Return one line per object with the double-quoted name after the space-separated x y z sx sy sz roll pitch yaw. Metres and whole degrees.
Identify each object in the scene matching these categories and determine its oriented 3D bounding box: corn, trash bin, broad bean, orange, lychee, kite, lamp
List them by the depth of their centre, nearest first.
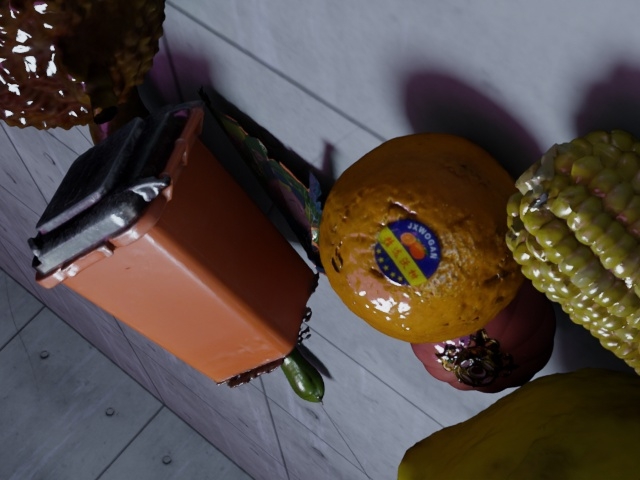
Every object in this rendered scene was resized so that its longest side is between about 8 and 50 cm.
0.222 0.052 0.484 0.291 0.101 0.101 37 160 4 "corn"
0.069 -0.002 0.601 0.135 0.136 0.117 37 -163 15 "orange"
-0.199 -0.174 0.657 0.238 0.200 0.200 51 165 23 "lychee"
0.118 0.063 0.688 0.107 0.092 0.107 7 131 9 "lamp"
0.000 0.000 0.840 0.321 0.016 0.234 48 166 14 "kite"
-0.115 0.008 0.859 0.184 0.161 0.238 -27 122 35 "trash bin"
-0.078 0.117 1.224 0.256 0.053 0.052 46 -162 -10 "broad bean"

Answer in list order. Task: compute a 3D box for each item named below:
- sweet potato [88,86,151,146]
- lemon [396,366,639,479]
-0.162 -0.082 0.946 0.108 0.079 0.346 -9 127 36 "sweet potato"
0.202 0.266 0.597 0.387 0.350 0.350 43 161 12 "lemon"
